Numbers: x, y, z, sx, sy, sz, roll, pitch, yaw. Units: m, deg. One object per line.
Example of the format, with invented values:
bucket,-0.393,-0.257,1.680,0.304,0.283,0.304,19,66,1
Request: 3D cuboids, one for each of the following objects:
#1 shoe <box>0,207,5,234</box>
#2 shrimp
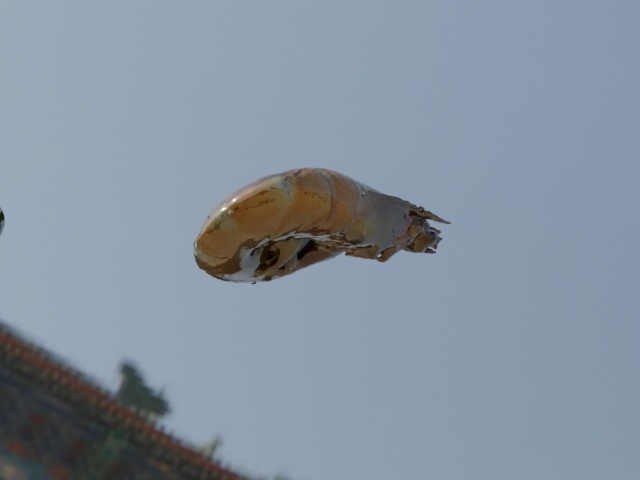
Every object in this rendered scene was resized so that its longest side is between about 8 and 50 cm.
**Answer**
shoe,-0.340,-0.046,1.372,0.262,0.140,0.128,31,-79,16
shrimp,0.000,0.000,1.709,0.152,0.063,0.287,-42,-30,26
